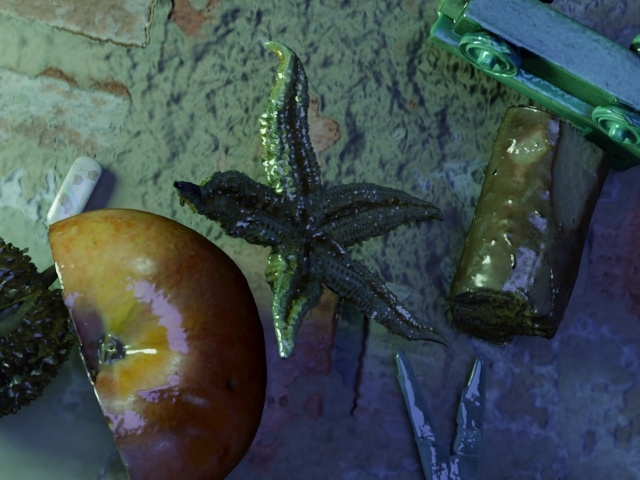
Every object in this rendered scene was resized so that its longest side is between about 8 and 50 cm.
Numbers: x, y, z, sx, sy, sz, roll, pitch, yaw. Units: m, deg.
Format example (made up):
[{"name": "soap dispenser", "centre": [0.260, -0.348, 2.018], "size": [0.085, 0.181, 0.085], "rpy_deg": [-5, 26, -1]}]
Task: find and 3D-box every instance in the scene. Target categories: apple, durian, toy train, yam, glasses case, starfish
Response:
[{"name": "apple", "centre": [-0.133, 0.096, 1.204], "size": [0.163, 0.251, 0.293], "rpy_deg": [-21, 83, -7]}, {"name": "durian", "centre": [-0.323, 0.074, 1.230], "size": [0.196, 0.167, 0.196], "rpy_deg": [-2, 94, -32]}, {"name": "toy train", "centre": [0.255, -0.185, 1.381], "size": [0.298, 0.194, 0.120], "rpy_deg": [29, 81, -3]}, {"name": "yam", "centre": [0.219, -0.013, 1.367], "size": [0.129, 0.128, 0.238], "rpy_deg": [18, 73, 9]}, {"name": "glasses case", "centre": [-0.252, -0.047, 1.327], "size": [0.032, 0.021, 0.083], "rpy_deg": [26, 75, -4]}, {"name": "starfish", "centre": [-0.001, 0.002, 1.270], "size": [0.358, 0.078, 0.347], "rpy_deg": [53, 35, -16]}]

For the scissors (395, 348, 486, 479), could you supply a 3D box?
[{"name": "scissors", "centre": [0.136, 0.300, 1.337], "size": [0.256, 0.029, 0.383], "rpy_deg": [-4, 82, -12]}]
